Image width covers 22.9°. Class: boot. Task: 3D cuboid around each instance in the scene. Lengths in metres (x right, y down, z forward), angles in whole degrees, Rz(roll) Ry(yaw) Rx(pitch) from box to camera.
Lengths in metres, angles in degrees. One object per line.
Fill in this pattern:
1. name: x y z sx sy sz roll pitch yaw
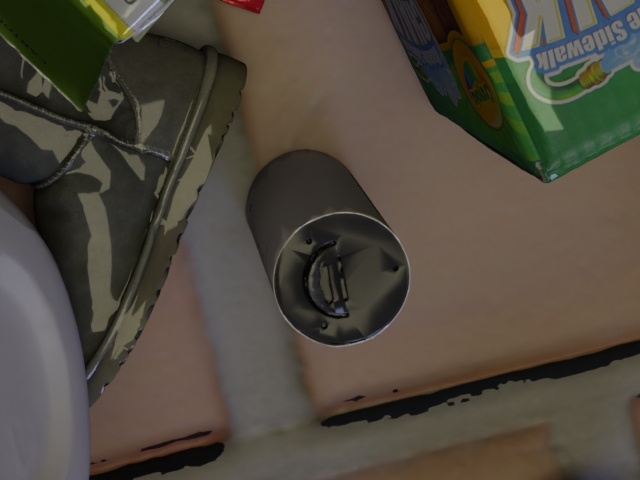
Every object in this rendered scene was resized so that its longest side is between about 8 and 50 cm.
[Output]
1. boot: -0.157 -0.044 0.669 0.209 0.076 0.189 22 87 -18

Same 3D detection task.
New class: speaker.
1. speaker: 0.000 0.000 0.666 0.055 0.136 0.055 -2 103 -7

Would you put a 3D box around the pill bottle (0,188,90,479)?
1. pill bottle: -0.264 0.078 0.606 0.323 0.181 0.181 -9 106 16

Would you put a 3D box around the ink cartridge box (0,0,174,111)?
1. ink cartridge box: -0.101 -0.162 0.547 0.097 0.255 0.189 -41 104 11

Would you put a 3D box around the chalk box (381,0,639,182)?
1. chalk box: 0.106 -0.144 0.619 0.179 0.180 0.289 -27 104 -3

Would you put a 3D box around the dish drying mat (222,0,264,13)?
1. dish drying mat: -0.028 -0.144 0.693 0.032 0.008 0.083 17 101 -12
